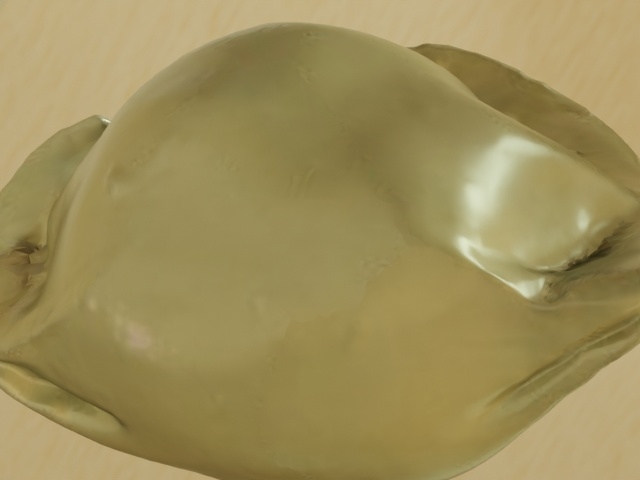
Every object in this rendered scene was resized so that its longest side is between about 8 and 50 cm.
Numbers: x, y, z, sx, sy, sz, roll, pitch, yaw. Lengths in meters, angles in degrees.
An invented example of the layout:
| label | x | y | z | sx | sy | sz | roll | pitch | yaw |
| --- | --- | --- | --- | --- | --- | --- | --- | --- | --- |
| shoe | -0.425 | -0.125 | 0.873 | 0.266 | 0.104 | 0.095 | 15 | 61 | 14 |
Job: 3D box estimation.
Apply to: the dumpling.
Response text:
| label | x | y | z | sx | sy | sz | roll | pitch | yaw |
| --- | --- | --- | --- | --- | --- | --- | --- | --- | --- |
| dumpling | 0.000 | 0.000 | 0.566 | 0.250 | 0.132 | 0.162 | -2 | 35 | 15 |
